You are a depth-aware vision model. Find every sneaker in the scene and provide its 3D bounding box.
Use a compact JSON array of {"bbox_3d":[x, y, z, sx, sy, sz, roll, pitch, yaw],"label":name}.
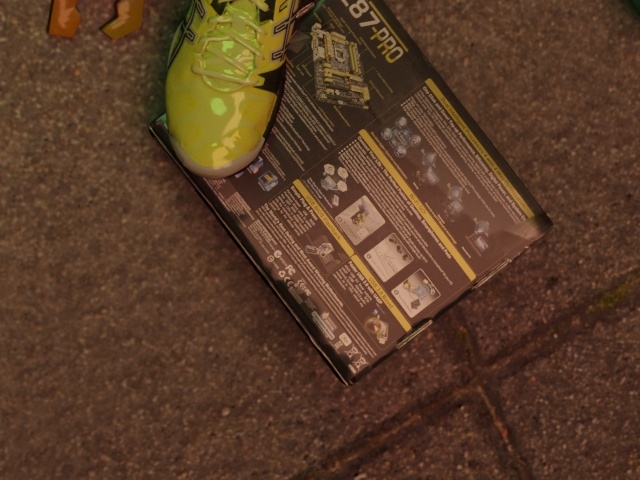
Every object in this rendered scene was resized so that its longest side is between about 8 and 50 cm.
[{"bbox_3d":[-0.096,-0.260,1.883,0.145,0.147,0.384,11,82,4],"label":"sneaker"}]

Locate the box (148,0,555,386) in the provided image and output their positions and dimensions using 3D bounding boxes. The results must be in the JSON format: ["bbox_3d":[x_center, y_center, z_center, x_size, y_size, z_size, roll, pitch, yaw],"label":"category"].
[{"bbox_3d":[0.035,-0.074,1.999,0.318,0.097,0.395,-38,92,-4],"label":"box"}]

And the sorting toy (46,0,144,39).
[{"bbox_3d":[-0.214,-0.377,1.927,0.229,0.041,0.307,7,102,-20],"label":"sorting toy"}]

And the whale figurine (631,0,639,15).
[{"bbox_3d":[0.497,-0.337,2.151,0.272,0.141,0.216,8,103,-46],"label":"whale figurine"}]
